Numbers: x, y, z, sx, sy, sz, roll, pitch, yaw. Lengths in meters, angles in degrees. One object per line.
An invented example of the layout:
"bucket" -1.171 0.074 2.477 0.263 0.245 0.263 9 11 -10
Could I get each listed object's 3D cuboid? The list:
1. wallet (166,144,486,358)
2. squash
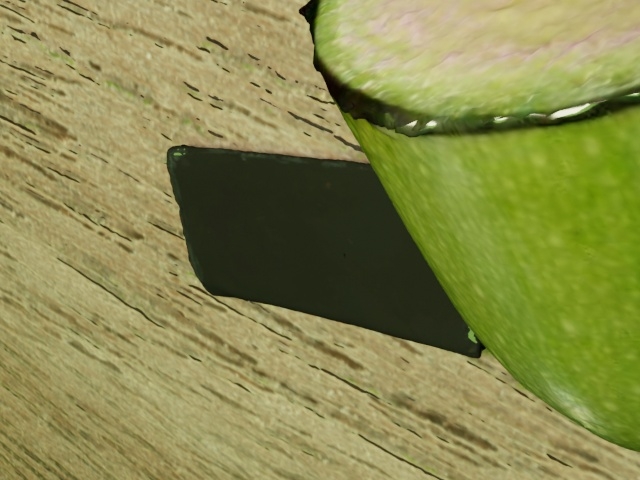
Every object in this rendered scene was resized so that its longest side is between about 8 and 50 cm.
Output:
"wallet" -0.001 0.000 0.894 0.285 0.030 0.146 9 122 36
"squash" 0.193 -0.041 0.586 0.310 0.310 0.308 -2 133 39
